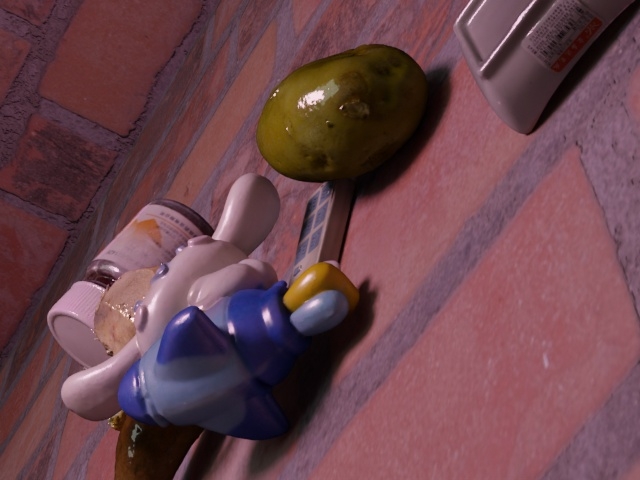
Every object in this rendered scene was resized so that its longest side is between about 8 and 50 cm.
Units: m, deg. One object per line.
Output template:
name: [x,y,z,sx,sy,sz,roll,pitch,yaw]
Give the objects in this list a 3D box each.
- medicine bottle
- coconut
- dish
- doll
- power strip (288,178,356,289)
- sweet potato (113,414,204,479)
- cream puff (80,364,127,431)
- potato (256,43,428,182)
medicine bottle: [-0.291,0.073,2.011,0.273,0.165,0.165,-51,7,-34]
coconut: [-0.218,0.123,1.843,0.194,0.194,0.194,-54,20,29]
dish: [0.206,-0.226,1.207,0.212,0.077,0.151,-52,36,31]
doll: [-0.133,0.102,1.506,0.365,0.187,0.376,27,94,59]
power strip: [0.000,0.000,1.611,0.081,0.035,0.192,-39,30,48]
sweet potato: [-0.191,0.224,1.691,0.422,0.130,0.130,-67,17,-9]
cream puff: [-0.315,0.234,2.066,0.156,0.121,0.156,38,139,43]
potato: [0.024,-0.159,1.556,0.253,0.148,0.186,-21,29,40]
